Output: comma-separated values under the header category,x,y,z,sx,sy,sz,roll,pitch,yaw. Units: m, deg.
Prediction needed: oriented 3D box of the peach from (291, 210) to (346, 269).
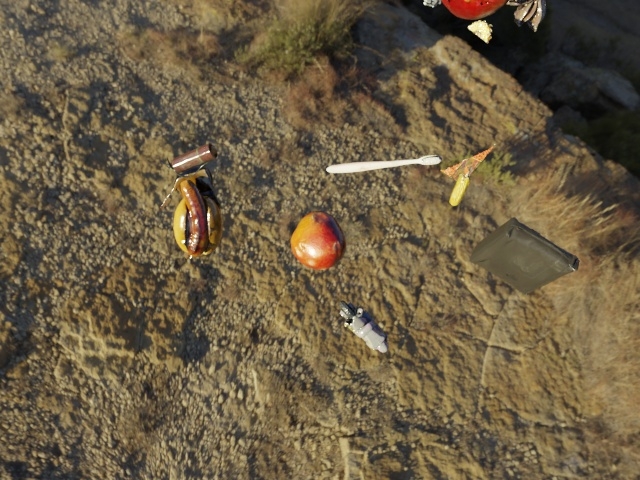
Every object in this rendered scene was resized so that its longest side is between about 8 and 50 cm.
category,x,y,z,sx,sy,sz,roll,pitch,yaw
peach,0.000,0.000,1.860,0.199,0.243,0.243,7,53,-44

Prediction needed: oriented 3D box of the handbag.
category,x,y,z,sx,sy,sz,roll,pitch,yaw
handbag,0.569,0.060,1.331,0.223,0.247,0.080,34,66,4

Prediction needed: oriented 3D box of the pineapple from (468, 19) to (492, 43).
category,x,y,z,sx,sy,sz,roll,pitch,yaw
pineapple,0.477,-0.622,1.371,0.019,0.045,0.083,-15,56,-45

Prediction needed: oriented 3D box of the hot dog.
category,x,y,z,sx,sy,sz,roll,pitch,yaw
hot dog,-0.418,-0.063,1.536,0.194,0.326,0.107,-14,32,-5

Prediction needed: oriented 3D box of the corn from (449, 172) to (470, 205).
category,x,y,z,sx,sy,sz,roll,pitch,yaw
corn,0.308,-0.115,1.028,0.027,0.083,0.028,-2,43,-20

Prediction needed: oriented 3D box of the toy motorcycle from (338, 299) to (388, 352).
category,x,y,z,sx,sy,sz,roll,pitch,yaw
toy motorcycle,0.137,0.259,1.349,0.073,0.225,0.152,-44,45,1

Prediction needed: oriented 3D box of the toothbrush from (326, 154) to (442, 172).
category,x,y,z,sx,sy,sz,roll,pitch,yaw
toothbrush,0.164,-0.201,1.235,0.307,0.025,0.029,-3,15,14

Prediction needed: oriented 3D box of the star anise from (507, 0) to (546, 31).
category,x,y,z,sx,sy,sz,roll,pitch,yaw
star anise,0.667,-0.794,1.480,0.197,0.212,0.073,24,12,-28

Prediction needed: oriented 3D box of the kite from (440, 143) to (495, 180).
category,x,y,z,sx,sy,sz,roll,pitch,yaw
kite,0.478,-0.231,1.548,0.008,0.222,0.125,38,55,-23

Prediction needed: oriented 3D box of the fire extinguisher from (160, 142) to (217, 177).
category,x,y,z,sx,sy,sz,roll,pitch,yaw
fire extinguisher,-0.356,-0.215,1.284,0.157,0.078,0.045,-18,33,19

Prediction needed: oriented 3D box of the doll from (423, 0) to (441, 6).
category,x,y,z,sx,sy,sz,roll,pitch,yaw
doll,0.284,-0.612,1.166,0.114,0.039,0.057,-46,114,-30

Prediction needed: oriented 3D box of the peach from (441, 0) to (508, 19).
category,x,y,z,sx,sy,sz,roll,pitch,yaw
peach,0.191,-0.381,0.631,0.172,0.092,0.127,41,36,-34
